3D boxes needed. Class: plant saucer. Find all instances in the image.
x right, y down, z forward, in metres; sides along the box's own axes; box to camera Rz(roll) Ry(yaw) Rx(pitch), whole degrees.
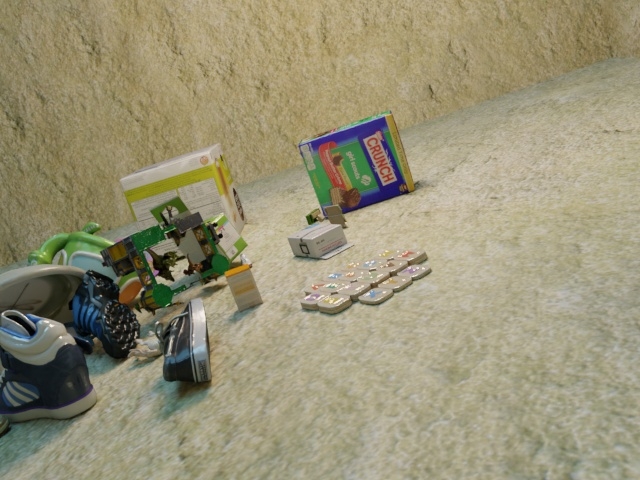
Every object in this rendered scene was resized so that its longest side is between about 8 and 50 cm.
[{"bbox_3d":[-0.790,0.174,1.769,0.400,0.100,0.400,-32,-21,-14],"label":"plant saucer"}]

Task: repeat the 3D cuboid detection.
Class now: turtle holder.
[{"bbox_3d":[-0.679,0.086,2.000,0.243,0.320,0.227,-13,51,54],"label":"turtle holder"}]

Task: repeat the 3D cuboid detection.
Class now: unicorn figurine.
[{"bbox_3d":[-0.361,0.223,1.561,0.111,0.060,0.162,-11,33,31],"label":"unicorn figurine"}]

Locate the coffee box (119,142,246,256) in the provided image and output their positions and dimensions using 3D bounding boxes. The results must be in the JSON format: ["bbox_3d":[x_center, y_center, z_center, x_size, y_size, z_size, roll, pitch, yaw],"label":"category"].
[{"bbox_3d":[-0.496,-0.143,2.534,0.338,0.334,0.337,-17,13,4],"label":"coffee box"}]

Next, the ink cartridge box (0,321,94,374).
[{"bbox_3d":[-0.694,0.284,1.715,0.140,0.082,0.191,-12,14,25],"label":"ink cartridge box"}]

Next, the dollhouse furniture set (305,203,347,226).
[{"bbox_3d":[0.030,-0.076,2.090,0.152,0.076,0.058,-8,19,43],"label":"dollhouse furniture set"}]

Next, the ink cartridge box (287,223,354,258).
[{"bbox_3d":[0.000,0.000,1.875,0.104,0.060,0.180,-27,15,-27],"label":"ink cartridge box"}]

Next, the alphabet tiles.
[{"bbox_3d":[0.097,0.085,1.506,0.284,0.021,0.278,-28,16,-29],"label":"alphabet tiles"}]

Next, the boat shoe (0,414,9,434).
[{"bbox_3d":[-0.732,0.394,1.367,0.190,0.072,0.068,-26,15,-22],"label":"boat shoe"}]

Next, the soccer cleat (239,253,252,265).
[{"bbox_3d":[-0.223,0.059,2.009,0.029,0.035,0.083,-23,14,-13],"label":"soccer cleat"}]

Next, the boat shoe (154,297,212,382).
[{"bbox_3d":[-0.281,0.205,1.382,0.105,0.113,0.306,-7,22,-9],"label":"boat shoe"}]

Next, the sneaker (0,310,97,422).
[{"bbox_3d":[-0.615,0.249,1.416,0.323,0.236,0.130,-9,17,36],"label":"sneaker"}]

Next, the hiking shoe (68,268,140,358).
[{"bbox_3d":[-0.539,0.206,1.681,0.132,0.113,0.304,-52,42,10],"label":"hiking shoe"}]

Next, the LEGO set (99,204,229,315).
[{"bbox_3d":[-0.434,0.062,1.854,0.192,0.255,0.331,-21,14,41],"label":"LEGO set"}]

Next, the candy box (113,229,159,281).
[{"bbox_3d":[-0.646,0.078,2.254,0.070,0.164,0.196,-11,17,38],"label":"candy box"}]

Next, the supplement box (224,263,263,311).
[{"bbox_3d":[-0.183,0.113,1.622,0.062,0.098,0.036,-21,17,-7],"label":"supplement box"}]

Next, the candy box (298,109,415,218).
[{"bbox_3d":[0.122,-0.248,2.220,0.317,0.268,0.122,-18,17,8],"label":"candy box"}]

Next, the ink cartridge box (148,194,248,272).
[{"bbox_3d":[-0.371,-0.038,2.059,0.189,0.255,0.097,-17,25,47],"label":"ink cartridge box"}]
